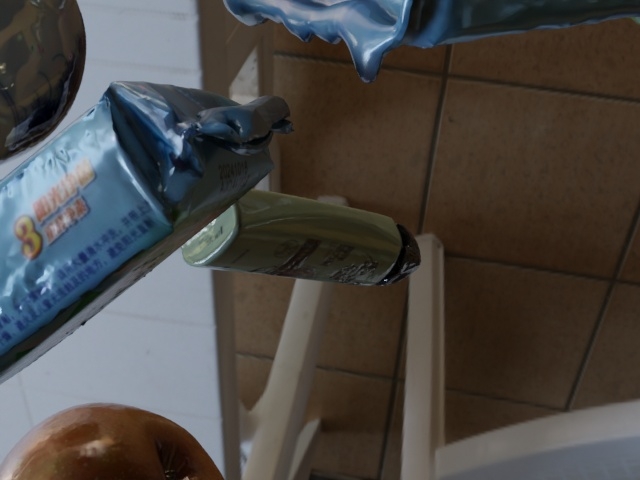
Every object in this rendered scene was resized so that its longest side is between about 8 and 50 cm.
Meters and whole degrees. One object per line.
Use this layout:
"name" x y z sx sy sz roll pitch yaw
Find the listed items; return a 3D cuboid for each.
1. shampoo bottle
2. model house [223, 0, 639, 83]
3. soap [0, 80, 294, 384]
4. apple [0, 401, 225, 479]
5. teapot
"shampoo bottle" 0.000 0.000 1.052 0.359 0.078 0.134 10 144 -46
"model house" 0.113 -0.223 0.426 0.303 0.237 0.216 -12 118 -22
"soap" -0.147 0.006 0.471 0.293 0.156 0.077 -37 91 16
"apple" -0.153 0.217 0.625 0.201 0.201 0.162 36 108 -15
"teapot" -0.344 -0.205 0.759 0.423 0.280 0.252 -24 138 23
